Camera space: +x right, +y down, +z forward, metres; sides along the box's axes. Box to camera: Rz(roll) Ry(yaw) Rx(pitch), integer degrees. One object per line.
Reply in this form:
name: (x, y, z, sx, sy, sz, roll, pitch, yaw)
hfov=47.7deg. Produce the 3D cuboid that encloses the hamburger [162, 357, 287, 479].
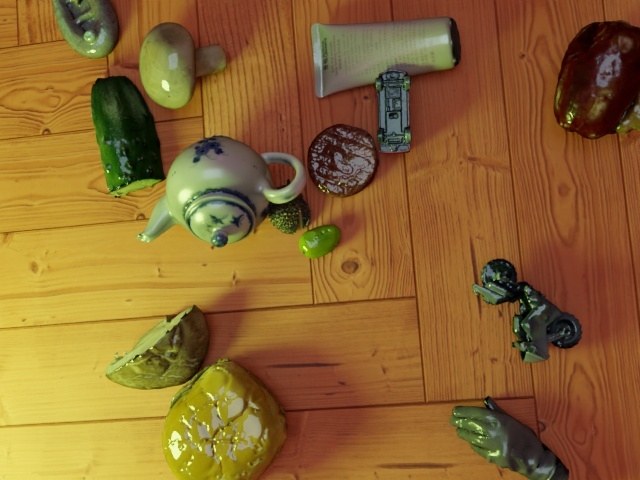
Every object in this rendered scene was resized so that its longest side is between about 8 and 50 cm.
hamburger: (-0.234, 0.446, 1.703, 0.318, 0.158, 0.319, -1, 83, 9)

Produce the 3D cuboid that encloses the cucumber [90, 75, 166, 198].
cucumber: (-0.499, -0.283, 1.831, 0.145, 0.105, 0.325, -15, 81, 8)

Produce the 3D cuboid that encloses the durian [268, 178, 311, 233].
durian: (-0.081, -0.088, 1.767, 0.110, 0.071, 0.140, -5, 80, 8)

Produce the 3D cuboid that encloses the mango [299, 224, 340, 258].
mango: (0.000, 0.000, 1.753, 0.108, 0.056, 0.073, -32, 87, 2)

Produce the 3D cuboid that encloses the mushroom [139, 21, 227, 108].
mushroom: (-0.355, -0.435, 1.795, 0.206, 0.209, 0.206, 11, 112, 30)

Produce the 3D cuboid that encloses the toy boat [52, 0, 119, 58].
toy boat: (-0.613, -0.579, 1.878, 0.155, 0.085, 0.227, -26, 82, 5)

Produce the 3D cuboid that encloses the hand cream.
hand cream: (0.154, -0.455, 1.750, 0.358, 0.118, 0.186, -3, 91, 16)

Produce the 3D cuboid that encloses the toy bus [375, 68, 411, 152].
toy bus: (0.177, -0.304, 1.722, 0.081, 0.089, 0.195, -2, 94, 10)

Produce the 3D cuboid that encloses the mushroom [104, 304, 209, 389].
mushroom: (-0.378, 0.288, 1.761, 0.285, 0.156, 0.151, -35, 107, 8)

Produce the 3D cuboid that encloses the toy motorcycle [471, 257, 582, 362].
toy motorcycle: (0.457, 0.171, 1.648, 0.270, 0.106, 0.159, 39, 86, 6)

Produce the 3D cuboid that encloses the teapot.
teapot: (-0.231, -0.095, 1.680, 0.423, 0.252, 0.280, -16, 48, 12)

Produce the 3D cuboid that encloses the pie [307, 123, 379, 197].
pie: (0.053, -0.194, 1.765, 0.182, 0.049, 0.182, 0, 87, 10)

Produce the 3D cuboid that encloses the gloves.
gloves: (0.427, 0.454, 1.637, 0.285, 0.119, 0.142, 25, 58, 13)

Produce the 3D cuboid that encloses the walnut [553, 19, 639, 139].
walnut: (0.655, -0.352, 1.609, 0.243, 0.221, 0.269, 19, 104, 18)
